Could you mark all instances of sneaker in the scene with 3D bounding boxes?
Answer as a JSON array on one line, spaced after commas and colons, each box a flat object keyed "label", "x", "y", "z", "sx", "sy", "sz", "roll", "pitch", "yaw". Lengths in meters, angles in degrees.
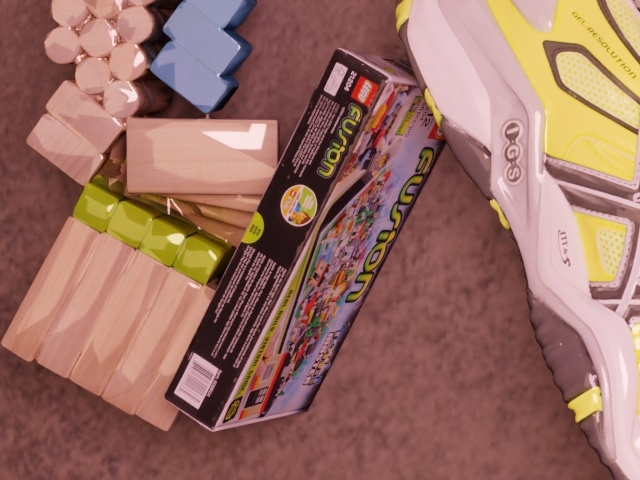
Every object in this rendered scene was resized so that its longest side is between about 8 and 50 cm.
[{"label": "sneaker", "x": 0.176, "y": -0.002, "z": 0.900, "sx": 0.147, "sy": 0.145, "sz": 0.385, "roll": -33, "pitch": 78, "yaw": 23}]

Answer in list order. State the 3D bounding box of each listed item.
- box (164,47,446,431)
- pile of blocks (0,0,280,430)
[{"label": "box", "x": 0.000, "y": 0.000, "z": 1.002, "sx": 0.036, "sy": 0.114, "sz": 0.207, "roll": 32, "pitch": 105, "yaw": 22}, {"label": "pile of blocks", "x": -0.086, "y": -0.083, "z": 1.057, "sx": 0.149, "sy": 0.112, "sz": 0.362, "roll": 4, "pitch": 97, "yaw": 7}]
